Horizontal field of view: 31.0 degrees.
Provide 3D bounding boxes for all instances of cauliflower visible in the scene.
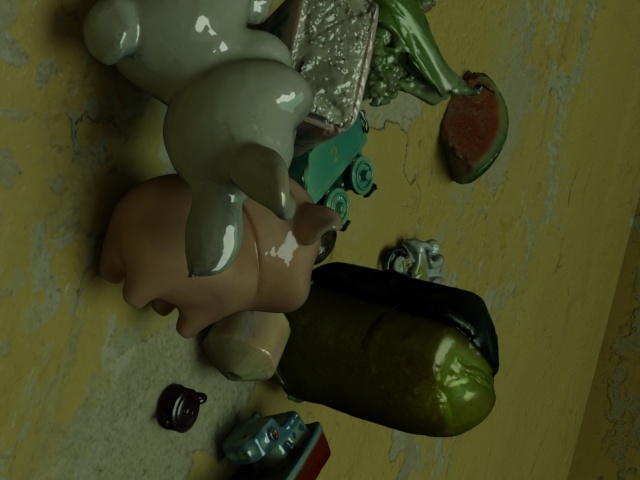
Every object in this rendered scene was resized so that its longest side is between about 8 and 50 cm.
[{"bbox_3d":[0.125,-0.288,1.814,0.239,0.315,0.256,-53,-170,21],"label":"cauliflower"}]

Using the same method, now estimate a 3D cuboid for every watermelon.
[{"bbox_3d":[0.319,-0.212,2.340,0.146,0.128,0.231,76,33,-64],"label":"watermelon"}]

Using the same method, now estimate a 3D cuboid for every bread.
[{"bbox_3d":[0.095,0.178,1.811,0.208,0.377,0.251,-43,133,-42],"label":"bread"}]

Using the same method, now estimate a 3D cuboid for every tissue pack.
[{"bbox_3d":[-0.024,-0.231,1.600,0.124,0.271,0.201,11,84,-14],"label":"tissue pack"}]

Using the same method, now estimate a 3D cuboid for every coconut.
[{"bbox_3d":[-0.111,0.156,1.719,0.122,0.116,0.116,-62,145,-36],"label":"coconut"}]

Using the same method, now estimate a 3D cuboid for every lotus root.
[{"bbox_3d":[0.000,0.000,1.916,0.099,0.049,0.054,-57,141,-43],"label":"lotus root"}]

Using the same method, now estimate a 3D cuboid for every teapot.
[{"bbox_3d":[-0.197,0.243,1.668,0.100,0.045,0.067,-28,124,-52],"label":"teapot"}]

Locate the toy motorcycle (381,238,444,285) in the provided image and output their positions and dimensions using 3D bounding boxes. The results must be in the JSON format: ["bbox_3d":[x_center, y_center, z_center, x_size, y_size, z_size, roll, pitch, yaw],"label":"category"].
[{"bbox_3d":[0.192,0.070,2.232,0.151,0.074,0.228,-56,133,-26],"label":"toy motorcycle"}]

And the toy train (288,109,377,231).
[{"bbox_3d":[-0.002,-0.114,1.824,0.203,0.112,0.163,-53,134,-38],"label":"toy train"}]

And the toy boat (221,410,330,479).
[{"bbox_3d":[-0.122,0.381,1.754,0.133,0.145,0.332,59,44,-17],"label":"toy boat"}]

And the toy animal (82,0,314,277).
[{"bbox_3d":[-0.137,-0.151,1.370,0.241,0.196,0.367,-7,65,-46],"label":"toy animal"}]

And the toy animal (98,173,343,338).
[{"bbox_3d":[-0.138,-0.001,1.554,0.269,0.237,0.326,-49,150,4],"label":"toy animal"}]
